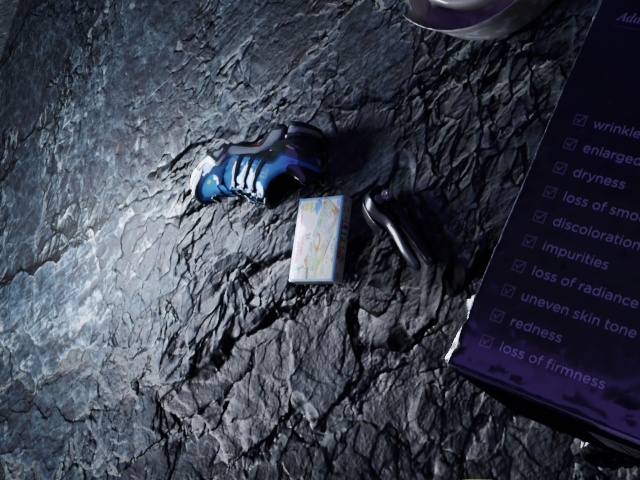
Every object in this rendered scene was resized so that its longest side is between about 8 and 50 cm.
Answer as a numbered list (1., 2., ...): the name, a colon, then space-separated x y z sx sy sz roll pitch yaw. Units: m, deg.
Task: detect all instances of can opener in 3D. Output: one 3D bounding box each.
1. can opener: 0.132 -0.022 1.689 0.059 0.073 0.186 -28 54 -15

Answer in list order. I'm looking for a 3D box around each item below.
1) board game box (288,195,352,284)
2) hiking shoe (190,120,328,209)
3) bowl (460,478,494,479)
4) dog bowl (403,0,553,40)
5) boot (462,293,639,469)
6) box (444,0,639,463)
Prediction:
1. board game box: 0.000 0.000 1.802 0.103 0.026 0.154 -2 75 40
2. hiking shoe: -0.127 -0.115 1.888 0.304 0.113 0.132 -22 62 34
3. bowl: 0.211 0.428 1.378 0.289 0.289 0.156 -47 10 19
4. dog bowl: 0.271 -0.490 1.680 0.348 0.102 0.349 -14 68 37
5. boot: 0.351 0.178 1.379 0.348 0.131 0.260 -12 69 37
6. box: 0.467 0.030 1.094 0.480 0.297 0.472 19 81 31
